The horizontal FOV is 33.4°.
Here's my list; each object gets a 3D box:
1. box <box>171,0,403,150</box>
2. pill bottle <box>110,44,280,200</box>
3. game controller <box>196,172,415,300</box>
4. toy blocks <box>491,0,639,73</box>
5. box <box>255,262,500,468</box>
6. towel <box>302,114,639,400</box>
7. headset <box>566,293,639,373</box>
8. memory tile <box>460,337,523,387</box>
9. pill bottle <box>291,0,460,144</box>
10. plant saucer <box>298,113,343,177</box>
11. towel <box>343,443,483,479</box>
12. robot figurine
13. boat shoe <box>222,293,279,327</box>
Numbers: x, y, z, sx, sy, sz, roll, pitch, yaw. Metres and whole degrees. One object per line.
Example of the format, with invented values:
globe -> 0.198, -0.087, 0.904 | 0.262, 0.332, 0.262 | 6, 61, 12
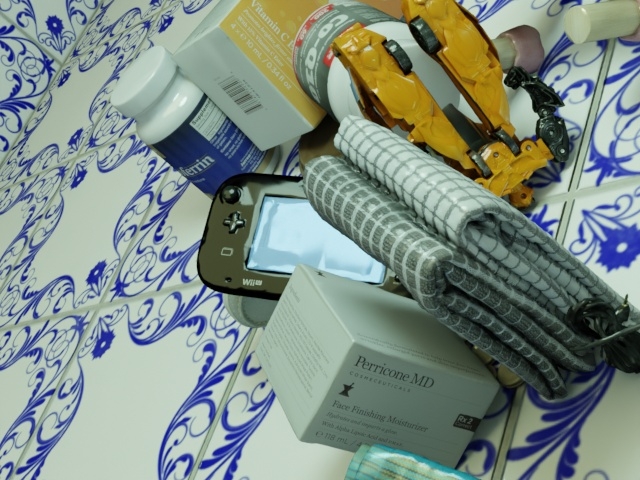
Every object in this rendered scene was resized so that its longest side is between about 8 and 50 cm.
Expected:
box -> -0.032, -0.346, 1.689 | 0.168, 0.215, 0.345 | -14, 35, 56
pill bottle -> -0.205, -0.187, 1.749 | 0.153, 0.264, 0.153 | -34, 32, 25
game controller -> 0.004, 0.003, 1.313 | 0.319, 0.067, 0.166 | 6, 59, 19
toy blocks -> 0.312, -0.377, 1.306 | 0.260, 0.309, 0.288 | -15, 5, -28
box -> 0.053, 0.131, 1.099 | 0.119, 0.181, 0.182 | -64, 26, 15
towel -> 0.137, 0.019, 1.028 | 0.121, 0.283, 0.235 | -54, 38, 3
headset -> 0.368, 0.115, 0.811 | 0.394, 0.185, 0.243 | 18, 73, 42
memory tile -> 0.178, 0.108, 1.152 | 0.113, 0.012, 0.148 | -27, 37, 34
pill bottle -> 0.071, -0.224, 1.434 | 0.161, 0.161, 0.283 | -47, 26, 4
plant saucer -> 0.066, -0.191, 1.623 | 0.278, 0.041, 0.278 | -33, 33, 25
towel -> 0.123, 0.330, 0.827 | 0.370, 0.040, 0.271 | 13, 74, 43
robot figurine -> 0.155, -0.156, 1.247 | 0.211, 0.291, 0.085 | -37, 4, -3
boat shoe -> 0.003, 0.001, 1.411 | 0.320, 0.118, 0.103 | -40, 26, 2
